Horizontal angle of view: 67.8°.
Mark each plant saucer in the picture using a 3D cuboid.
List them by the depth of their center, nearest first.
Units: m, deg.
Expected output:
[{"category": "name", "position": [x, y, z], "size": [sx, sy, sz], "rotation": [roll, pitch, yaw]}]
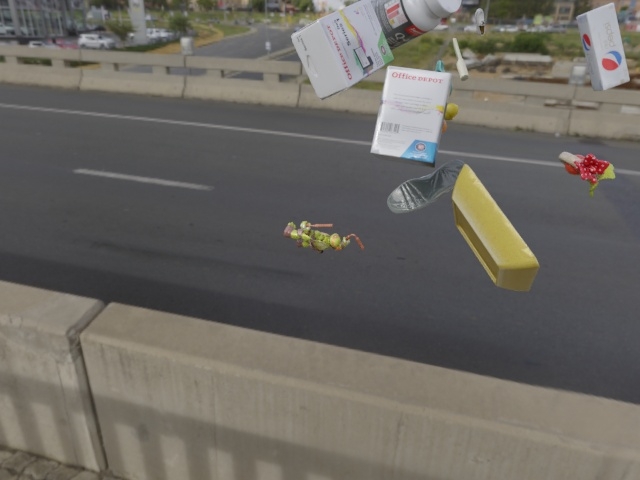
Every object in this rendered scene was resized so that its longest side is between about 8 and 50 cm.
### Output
[{"category": "plant saucer", "position": [0.472, -0.009, 1.349], "size": [0.081, 0.333, 0.333], "rotation": [-31, 66, 7]}]

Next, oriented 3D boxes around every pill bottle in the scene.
[{"category": "pill bottle", "position": [0.328, -0.870, 1.802], "size": [0.210, 0.210, 0.363], "rotation": [-18, 8, -38]}]

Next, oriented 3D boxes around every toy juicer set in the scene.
[{"category": "toy juicer set", "position": [0.439, -0.539, 1.731], "size": [0.089, 0.329, 0.209], "rotation": [3, 41, -14]}]

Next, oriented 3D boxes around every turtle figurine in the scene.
[{"category": "turtle figurine", "position": [0.000, 0.000, 1.550], "size": [0.217, 0.087, 0.269], "rotation": [7, -8, 44]}]

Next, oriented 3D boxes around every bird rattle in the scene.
[{"category": "bird rattle", "position": [1.012, -0.273, 1.848], "size": [0.253, 0.143, 0.207], "rotation": [8, 29, -42]}]

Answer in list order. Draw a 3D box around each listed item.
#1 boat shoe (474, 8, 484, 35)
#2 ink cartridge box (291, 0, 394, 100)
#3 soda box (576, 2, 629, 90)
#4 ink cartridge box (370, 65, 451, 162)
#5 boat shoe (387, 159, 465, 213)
[{"category": "boat shoe", "position": [0.615, -0.834, 1.823], "size": [0.035, 0.100, 0.035], "rotation": [-21, 42, -5]}, {"category": "ink cartridge box", "position": [0.073, -0.568, 1.410], "size": [0.117, 0.201, 0.278], "rotation": [-7, 27, 45]}, {"category": "soda box", "position": [0.784, -0.532, 1.321], "size": [0.074, 0.216, 0.069], "rotation": [-19, 15, 11]}, {"category": "ink cartridge box", "position": [0.294, -0.389, 1.526], "size": [0.198, 0.270, 0.197], "rotation": [13, 7, 14]}, {"category": "boat shoe", "position": [0.409, -0.195, 1.816], "size": [0.320, 0.118, 0.103], "rotation": [-31, -15, 8]}]
